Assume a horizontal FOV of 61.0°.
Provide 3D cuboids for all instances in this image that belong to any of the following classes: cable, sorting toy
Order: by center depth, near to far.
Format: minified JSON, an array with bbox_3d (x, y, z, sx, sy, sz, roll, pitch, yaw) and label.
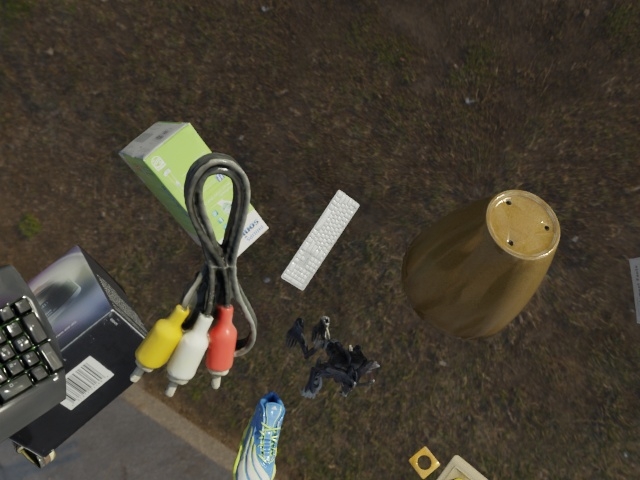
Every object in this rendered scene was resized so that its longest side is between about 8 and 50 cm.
[{"bbox_3d":[-0.110,0.052,0.592,0.140,0.072,0.287,10,120,-25],"label":"cable"},{"bbox_3d":[0.369,0.693,1.416,0.348,0.047,0.196,36,75,24],"label":"sorting toy"}]

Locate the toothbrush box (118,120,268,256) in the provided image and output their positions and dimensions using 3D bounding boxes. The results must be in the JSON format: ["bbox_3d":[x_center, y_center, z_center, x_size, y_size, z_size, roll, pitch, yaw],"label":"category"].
[{"bbox_3d":[-0.272,-0.107,1.164,0.122,0.206,0.283,-44,120,-17],"label":"toothbrush box"}]

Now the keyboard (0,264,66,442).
[{"bbox_3d":[-0.324,0.089,0.311,0.033,0.317,0.201,-29,93,40],"label":"keyboard"}]

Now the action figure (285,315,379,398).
[{"bbox_3d":[0.028,0.290,1.272,0.164,0.276,0.140,-7,115,-25],"label":"action figure"}]

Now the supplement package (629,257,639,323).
[{"bbox_3d":[0.727,0.083,1.001,0.134,0.244,0.138,0,82,-18],"label":"supplement package"}]

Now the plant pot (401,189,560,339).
[{"bbox_3d":[0.285,0.025,0.929,0.237,0.254,0.236,3,66,-6],"label":"plant pot"}]

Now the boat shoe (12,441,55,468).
[{"bbox_3d":[-0.729,0.502,1.343,0.152,0.049,0.056,37,111,0],"label":"boat shoe"}]

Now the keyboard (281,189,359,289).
[{"bbox_3d":[0.000,0.000,1.331,0.072,0.014,0.256,34,88,-32],"label":"keyboard"}]

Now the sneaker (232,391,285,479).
[{"bbox_3d":[-0.128,0.420,1.158,0.091,0.240,0.126,12,117,-5],"label":"sneaker"}]

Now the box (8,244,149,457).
[{"bbox_3d":[-0.533,0.211,1.112,0.296,0.182,0.294,-41,41,-12],"label":"box"}]
